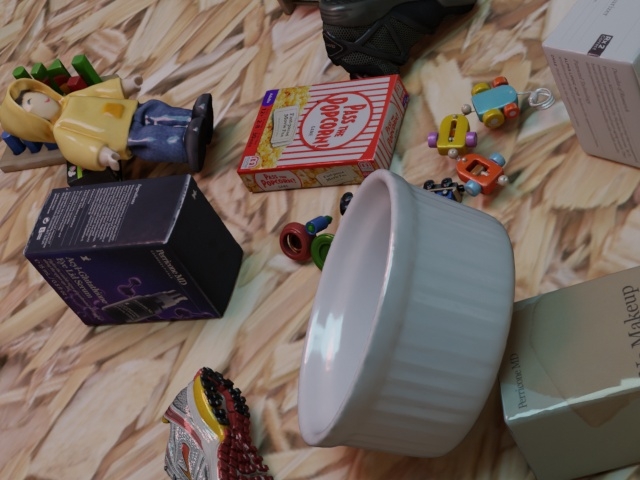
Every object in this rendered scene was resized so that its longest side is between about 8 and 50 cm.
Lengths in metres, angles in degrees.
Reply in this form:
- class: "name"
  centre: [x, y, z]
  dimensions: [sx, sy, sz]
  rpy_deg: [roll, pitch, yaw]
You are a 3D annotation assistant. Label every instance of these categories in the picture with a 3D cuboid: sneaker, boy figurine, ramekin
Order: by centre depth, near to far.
- class: "ramekin"
  centre: [0.083, 0.079, 1.309]
  dimensions: [0.135, 0.277, 0.277]
  rpy_deg: [15, 49, -12]
- class: "sneaker"
  centre: [-0.111, 0.245, 1.414]
  dimensions: [0.093, 0.088, 0.225]
  rpy_deg: [-42, 40, 20]
- class: "sneaker"
  centre: [0.103, -0.271, 1.754]
  dimensions: [0.228, 0.130, 0.087]
  rpy_deg: [-19, 32, -27]
- class: "boy figurine"
  centre: [-0.287, -0.165, 1.798]
  dimensions: [0.285, 0.092, 0.177]
  rpy_deg: [10, 48, 6]

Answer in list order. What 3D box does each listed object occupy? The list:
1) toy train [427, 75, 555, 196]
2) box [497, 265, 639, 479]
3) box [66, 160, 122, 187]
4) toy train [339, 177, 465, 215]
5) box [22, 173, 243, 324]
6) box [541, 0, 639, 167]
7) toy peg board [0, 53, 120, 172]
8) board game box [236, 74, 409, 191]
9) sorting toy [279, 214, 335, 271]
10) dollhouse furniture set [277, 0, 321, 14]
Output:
- class: "toy train"
  centre: [0.202, -0.118, 1.583]
  dimensions: [0.125, 0.046, 0.166]
  rpy_deg: [26, 65, 32]
- class: "box"
  centre: [0.326, 0.108, 1.249]
  dimensions: [0.311, 0.121, 0.148]
  rpy_deg: [-18, 45, 14]
- class: "box"
  centre: [-0.312, -0.101, 1.845]
  dimensions: [0.062, 0.052, 0.083]
  rpy_deg: [-23, 43, 10]
- class: "toy train"
  centre: [0.095, -0.047, 1.587]
  dimensions: [0.158, 0.027, 0.036]
  rpy_deg: [-8, 52, 24]
- class: "box"
  centre: [-0.223, 0.014, 1.619]
  dimensions: [0.207, 0.153, 0.108]
  rpy_deg: [-5, 50, 26]
- class: "box"
  centre: [0.358, -0.202, 1.467]
  dimensions: [0.119, 0.182, 0.181]
  rpy_deg: [20, 63, 41]
- class: "toy peg board"
  centre: [-0.397, -0.193, 1.957]
  dimensions: [0.161, 0.079, 0.160]
  rpy_deg: [-7, 48, 25]
- class: "board game box"
  centre: [0.004, -0.135, 1.704]
  dimensions: [0.194, 0.045, 0.146]
  rpy_deg: [-4, 50, 26]
- class: "sorting toy"
  centre: [0.000, 0.000, 1.588]
  dimensions: [0.102, 0.061, 0.042]
  rpy_deg: [18, 28, 31]
- class: "dollhouse furniture set"
  centre: [0.026, -0.406, 1.874]
  dimensions: [0.184, 0.129, 0.129]
  rpy_deg: [7, 56, 34]
